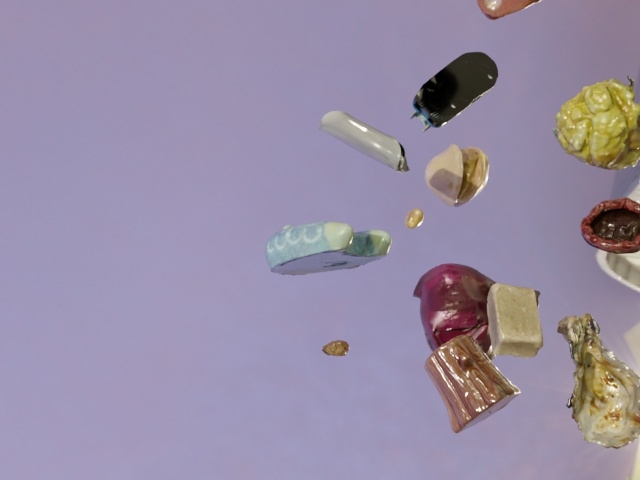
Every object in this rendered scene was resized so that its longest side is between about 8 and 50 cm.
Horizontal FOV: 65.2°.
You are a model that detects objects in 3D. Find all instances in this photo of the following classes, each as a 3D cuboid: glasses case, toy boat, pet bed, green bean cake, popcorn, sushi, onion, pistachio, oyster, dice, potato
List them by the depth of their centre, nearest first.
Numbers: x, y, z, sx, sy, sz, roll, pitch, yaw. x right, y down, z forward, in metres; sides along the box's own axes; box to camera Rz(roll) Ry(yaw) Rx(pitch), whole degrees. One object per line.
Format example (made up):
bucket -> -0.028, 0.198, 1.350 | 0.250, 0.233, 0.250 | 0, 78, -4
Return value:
toy boat -> 0.000, 0.000, 1.180 | 0.215, 0.329, 0.123 | 6, -105, -38
dice -> 0.480, -0.658, 1.215 | 0.174, 0.179, 0.175 | -39, -67, -39
green bean cake -> 0.488, 0.202, 1.268 | 0.085, 0.109, 0.179 | 89, -173, -47
oyster -> 0.708, 0.354, 1.295 | 0.133, 0.197, 0.337 | 52, -160, -65
popcorn -> 0.748, -0.304, 1.310 | 0.249, 0.249, 0.225 | 6, -51, -50
toy boat -> 0.396, -0.443, 1.492 | 0.298, 0.092, 0.134 | -38, -96, -17
glasses case -> 0.146, -0.299, 1.505 | 0.083, 0.308, 0.128 | -60, -27, 10
pet bed -> 0.897, -0.045, 1.506 | 0.201, 0.201, 0.053 | -60, -36, -20
sushi -> 0.055, 0.373, 1.716 | 0.060, 0.118, 0.062 | -34, -88, -46
onion -> 0.558, 0.237, 1.783 | 0.398, 0.420, 0.398 | 51, -160, -27
potato -> 0.348, -0.080, 1.865 | 0.083, 0.068, 0.062 | -38, -92, -32
pistachio -> 0.527, -0.251, 1.927 | 0.321, 0.228, 0.238 | 123, 146, -81

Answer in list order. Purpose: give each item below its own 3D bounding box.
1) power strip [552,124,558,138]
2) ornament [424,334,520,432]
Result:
power strip -> 0.890, -0.387, 1.837 | 0.035, 0.083, 0.055 | -35, -13, -43
ornament -> 0.434, 0.413, 1.484 | 0.235, 0.218, 0.221 | -30, -31, -5
